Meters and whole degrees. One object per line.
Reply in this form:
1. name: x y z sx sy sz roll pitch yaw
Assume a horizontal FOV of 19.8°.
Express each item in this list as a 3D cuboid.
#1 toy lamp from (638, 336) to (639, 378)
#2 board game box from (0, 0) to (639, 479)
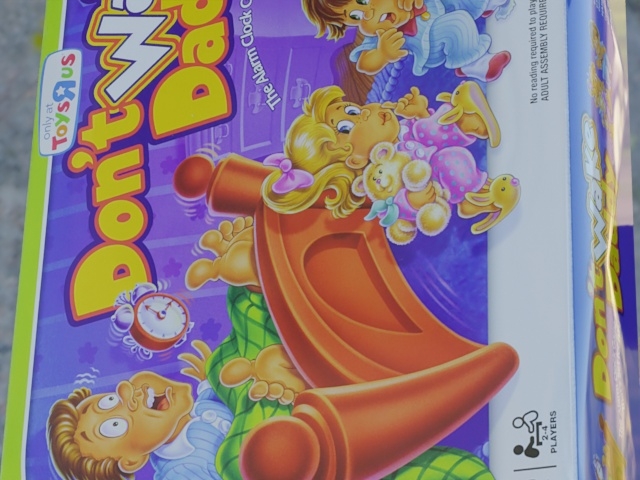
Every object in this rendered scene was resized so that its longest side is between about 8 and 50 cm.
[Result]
1. toy lamp: 0.251 0.048 1.137 0.080 0.275 0.080 13 63 -27
2. board game box: 0.000 0.000 0.717 0.078 0.233 0.347 39 47 -55
